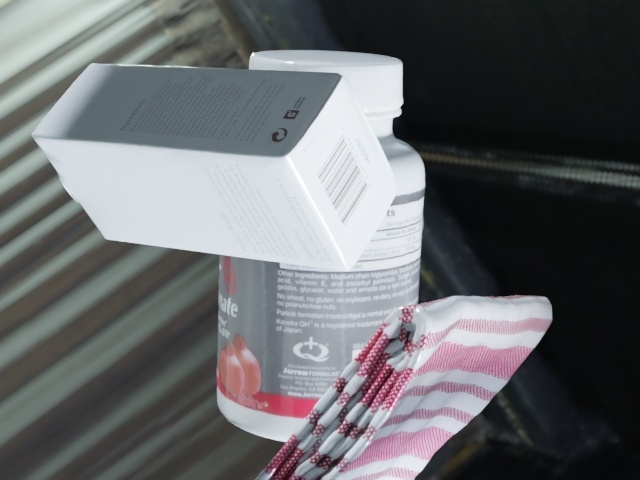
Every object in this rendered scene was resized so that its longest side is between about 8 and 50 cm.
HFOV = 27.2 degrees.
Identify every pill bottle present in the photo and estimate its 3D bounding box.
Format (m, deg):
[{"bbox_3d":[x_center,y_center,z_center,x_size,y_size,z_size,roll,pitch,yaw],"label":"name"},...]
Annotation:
[{"bbox_3d":[0.000,0.000,1.147,0.176,0.176,0.318,24,-65,59],"label":"pill bottle"}]

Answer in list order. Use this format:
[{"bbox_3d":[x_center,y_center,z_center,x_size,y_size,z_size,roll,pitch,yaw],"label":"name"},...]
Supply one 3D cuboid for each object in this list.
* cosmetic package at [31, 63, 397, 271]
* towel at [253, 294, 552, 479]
[{"bbox_3d":[-0.075,-0.055,0.923,0.231,0.085,0.117,9,-37,35],"label":"cosmetic package"},{"bbox_3d":[0.012,0.099,0.517,0.029,0.197,0.144,44,18,19],"label":"towel"}]
